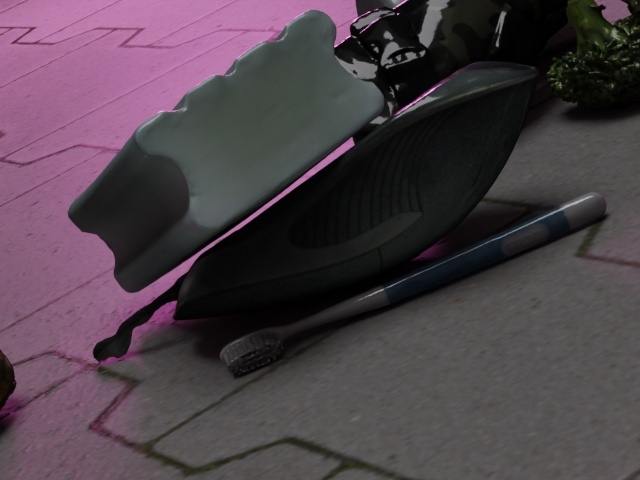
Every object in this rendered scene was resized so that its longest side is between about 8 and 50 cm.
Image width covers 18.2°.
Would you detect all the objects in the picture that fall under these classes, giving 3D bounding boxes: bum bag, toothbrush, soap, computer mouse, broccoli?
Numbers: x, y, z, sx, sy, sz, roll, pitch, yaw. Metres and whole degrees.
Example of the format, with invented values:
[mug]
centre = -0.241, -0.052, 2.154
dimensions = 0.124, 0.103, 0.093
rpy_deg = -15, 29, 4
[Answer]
[bum bag]
centre = 0.118, -0.173, 1.576
dimensions = 0.144, 0.095, 0.340
rpy_deg = 31, 59, 12
[toothbrush]
centre = 0.062, 0.028, 1.314
dimensions = 0.275, 0.019, 0.025
rpy_deg = -23, 23, -2
[soap]
centre = -0.072, -0.054, 1.392
dimensions = 0.160, 0.087, 0.265
rpy_deg = -36, 2, -20
[computer mouse]
centre = 0.000, 0.000, 1.375
dimensions = 0.379, 0.090, 0.167
rpy_deg = -34, 1, 18
[broccoli]
centre = 0.217, -0.144, 1.522
dimensions = 0.095, 0.092, 0.097
rpy_deg = -24, -8, 1

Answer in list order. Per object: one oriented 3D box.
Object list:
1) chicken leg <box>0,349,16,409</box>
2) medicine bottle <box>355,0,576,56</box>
[chicken leg]
centre = -0.271, 0.101, 1.435
dimensions = 0.085, 0.069, 0.198
rpy_deg = -51, 18, -11
[medicine bottle]
centre = 0.130, -0.201, 1.716
dimensions = 0.168, 0.135, 0.135
rpy_deg = -27, 18, -13
